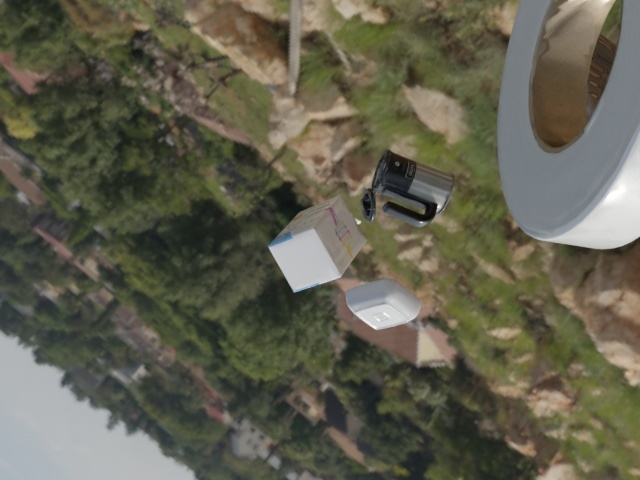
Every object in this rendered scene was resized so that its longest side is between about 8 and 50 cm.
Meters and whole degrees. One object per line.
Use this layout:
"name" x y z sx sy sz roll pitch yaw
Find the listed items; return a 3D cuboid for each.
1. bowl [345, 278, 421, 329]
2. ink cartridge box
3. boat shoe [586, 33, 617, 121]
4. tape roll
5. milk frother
"bowl" 0.139 0.150 1.955 0.142 0.053 0.142 -18 139 34
"ink cartridge box" 0.000 0.000 1.385 0.092 0.143 0.089 -21 107 31
"boat shoe" 0.445 -0.237 1.462 0.132 0.355 0.130 34 124 -6
"tape roll" 0.282 -0.185 0.881 0.072 0.391 0.392 9 166 -9
"milk frother" 0.158 -0.085 1.658 0.135 0.129 0.143 20 169 -10
